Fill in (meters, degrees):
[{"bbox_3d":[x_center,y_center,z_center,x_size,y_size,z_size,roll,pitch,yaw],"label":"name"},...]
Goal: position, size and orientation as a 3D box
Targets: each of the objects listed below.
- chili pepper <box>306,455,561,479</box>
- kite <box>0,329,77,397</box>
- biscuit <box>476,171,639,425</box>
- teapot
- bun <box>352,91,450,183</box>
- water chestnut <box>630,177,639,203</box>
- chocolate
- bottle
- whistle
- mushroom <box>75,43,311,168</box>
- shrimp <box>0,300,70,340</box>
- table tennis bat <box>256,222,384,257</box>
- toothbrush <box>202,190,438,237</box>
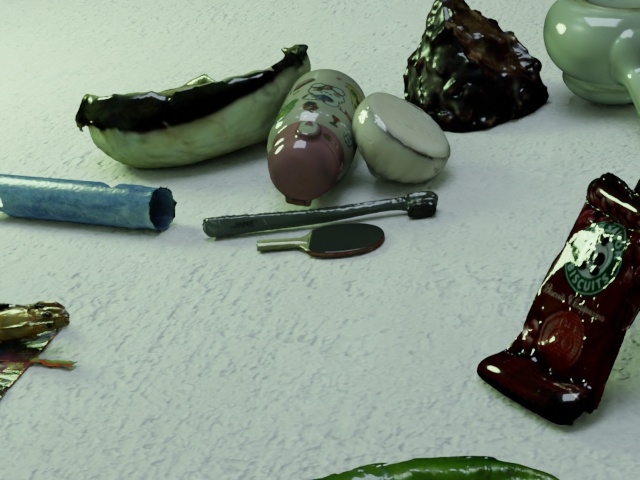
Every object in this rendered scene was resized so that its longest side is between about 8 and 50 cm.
[{"bbox_3d":[0.038,0.224,1.233,0.359,0.076,0.085,-8,-1,3],"label":"chili pepper"},{"bbox_3d":[-0.338,0.131,1.633,0.159,0.010,0.190,-1,26,16],"label":"kite"},{"bbox_3d":[0.249,0.056,1.397,0.063,0.235,0.151,21,8,-34],"label":"biscuit"},{"bbox_3d":[0.405,-0.245,2.032,0.220,0.149,0.318,8,27,15],"label":"teapot"},{"bbox_3d":[0.094,-0.121,1.936,0.138,0.094,0.138,28,31,-18],"label":"bun"},{"bbox_3d":[0.392,0.004,1.417,0.224,0.223,0.238,5,25,29],"label":"water chestnut"},{"bbox_3d":[0.215,-0.275,2.136,0.206,0.177,0.224,-7,26,5],"label":"chocolate"},{"bbox_3d":[-0.008,-0.134,1.970,0.120,0.120,0.253,-4,24,10],"label":"bottle"},{"bbox_3d":[-0.332,-0.053,1.976,0.304,0.062,0.062,6,28,30],"label":"whistle"},{"bbox_3d":[-0.171,-0.185,2.148,0.344,0.130,0.247,-15,9,-17],"label":"mushroom"},{"bbox_3d":[-0.327,0.090,1.683,0.162,0.045,0.095,-5,-3,35],"label":"shrimp"},{"bbox_3d":[0.000,0.000,1.800,0.156,0.013,0.087,-4,25,9],"label":"table tennis bat"},{"bbox_3d":[-0.001,-0.030,1.848,0.297,0.030,0.030,-6,34,6],"label":"toothbrush"}]
